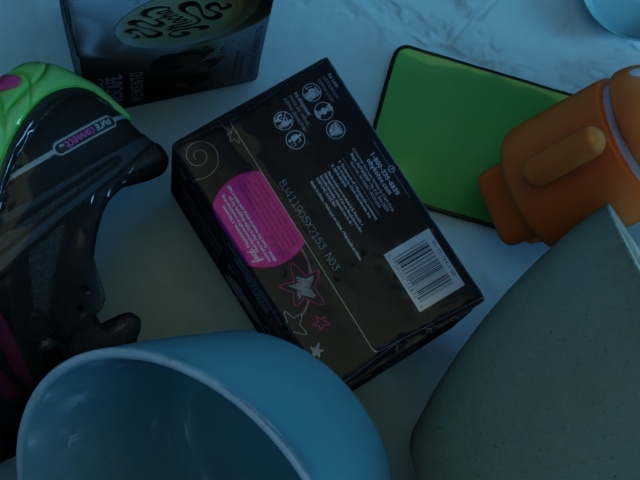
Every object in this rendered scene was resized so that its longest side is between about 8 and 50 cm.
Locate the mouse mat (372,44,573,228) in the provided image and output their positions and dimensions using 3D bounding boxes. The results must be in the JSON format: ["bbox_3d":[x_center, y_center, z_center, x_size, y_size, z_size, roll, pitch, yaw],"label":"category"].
[{"bbox_3d":[0.142,-0.092,1.356,0.189,0.007,0.152,16,74,-1],"label":"mouse mat"}]

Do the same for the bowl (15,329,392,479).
[{"bbox_3d":[-0.068,0.194,1.124,0.311,0.311,0.163,47,38,7],"label":"bowl"}]

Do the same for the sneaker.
[{"bbox_3d":[-0.258,0.097,1.171,0.202,0.185,0.483,23,85,-16],"label":"sneaker"}]

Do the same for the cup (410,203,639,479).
[{"bbox_3d":[0.213,0.170,1.160,0.237,0.331,0.331,-30,79,12],"label":"cup"}]

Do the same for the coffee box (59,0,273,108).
[{"bbox_3d":[-0.135,-0.215,1.210,0.168,0.297,0.119,-14,80,-10],"label":"coffee box"}]

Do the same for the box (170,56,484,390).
[{"bbox_3d":[0.000,0.000,1.247,0.163,0.142,0.247,-31,82,-14],"label":"box"}]

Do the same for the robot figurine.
[{"bbox_3d":[0.247,-0.071,1.261,0.158,0.219,0.128,39,38,-32],"label":"robot figurine"}]

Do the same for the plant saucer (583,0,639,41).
[{"bbox_3d":[0.306,-0.244,1.405,0.119,0.021,0.119,1,74,-5],"label":"plant saucer"}]
